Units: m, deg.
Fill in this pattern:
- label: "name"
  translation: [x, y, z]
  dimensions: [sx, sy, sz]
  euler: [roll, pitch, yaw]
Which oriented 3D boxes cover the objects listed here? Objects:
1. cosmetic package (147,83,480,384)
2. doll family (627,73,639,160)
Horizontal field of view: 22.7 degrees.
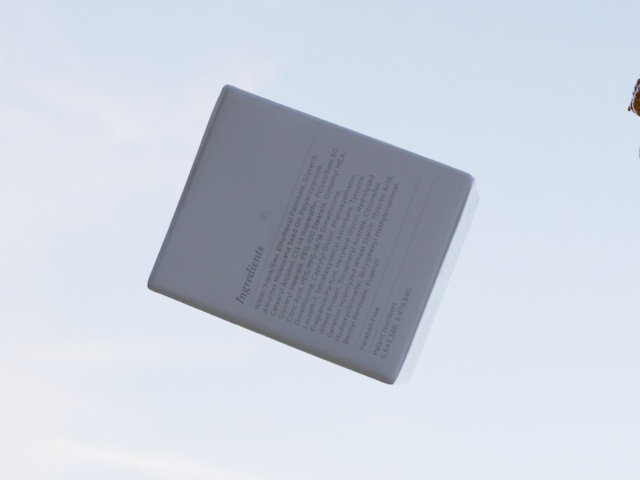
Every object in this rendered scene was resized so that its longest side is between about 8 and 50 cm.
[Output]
- label: "cosmetic package"
  translation: [0.000, 0.000, 1.118]
  dimensions: [0.183, 0.151, 0.151]
  euler: [21, -2, 7]
- label: "doll family"
  translation: [0.348, -0.098, 1.347]
  dimensions: [0.163, 0.118, 0.263]
  euler: [10, 9, -3]
